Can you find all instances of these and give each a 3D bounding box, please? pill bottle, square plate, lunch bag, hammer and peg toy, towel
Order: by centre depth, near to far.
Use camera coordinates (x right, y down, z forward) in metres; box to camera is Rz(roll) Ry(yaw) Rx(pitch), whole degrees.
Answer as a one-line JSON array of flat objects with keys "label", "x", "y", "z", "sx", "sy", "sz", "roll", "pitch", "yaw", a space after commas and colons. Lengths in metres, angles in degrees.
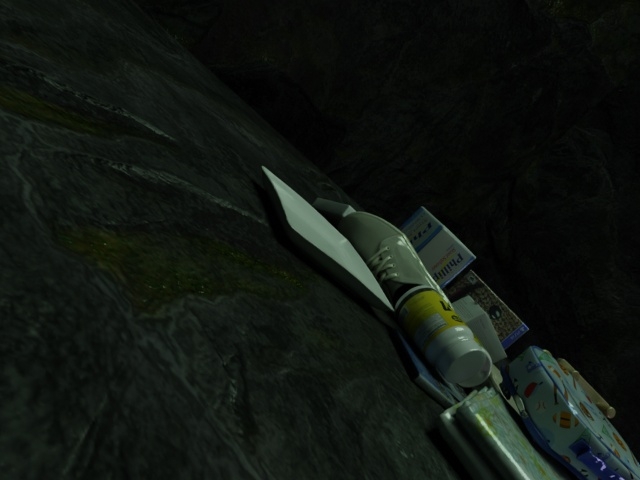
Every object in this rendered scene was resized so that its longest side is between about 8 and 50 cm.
[{"label": "towel", "x": 0.357, "y": 0.422, "z": 0.876, "sx": 0.374, "sy": 0.090, "sz": 0.320, "roll": 52, "pitch": 15, "yaw": 24}, {"label": "lunch bag", "x": 0.487, "y": 0.362, "z": 1.024, "sx": 0.303, "sy": 0.115, "sz": 0.243, "roll": 40, "pitch": 20, "yaw": -20}, {"label": "pill bottle", "x": 0.262, "y": 0.205, "z": 1.157, "sx": 0.119, "sy": 0.119, "sz": 0.208, "roll": 37, "pitch": 12, "yaw": -41}, {"label": "square plate", "x": 0.000, "y": 0.000, "z": 1.239, "sx": 0.347, "sy": 0.049, "sz": 0.344, "roll": 40, "pitch": 12, "yaw": -31}, {"label": "pill bottle", "x": 0.363, "y": 0.286, "z": 1.383, "sx": 0.117, "sy": 0.117, "sz": 0.208, "roll": 44, "pitch": 9, "yaw": -12}, {"label": "hammer and peg toy", "x": 0.735, "y": 0.519, "z": 1.667, "sx": 0.361, "sy": 0.266, "sz": 0.127, "roll": 43, "pitch": -12, "yaw": -10}]

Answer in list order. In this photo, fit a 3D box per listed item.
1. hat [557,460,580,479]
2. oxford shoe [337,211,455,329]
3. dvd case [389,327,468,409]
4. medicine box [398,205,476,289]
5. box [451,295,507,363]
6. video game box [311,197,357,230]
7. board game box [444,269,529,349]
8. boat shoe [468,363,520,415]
[{"label": "hat", "x": 0.495, "y": 0.548, "z": 1.148, "sx": 0.208, "sy": 0.183, "sz": 0.173, "roll": 23, "pitch": 40, "yaw": -9}, {"label": "oxford shoe", "x": 0.185, "y": 0.081, "z": 1.400, "sx": 0.130, "sy": 0.169, "sz": 0.449, "roll": 7, "pitch": 39, "yaw": -51}, {"label": "dvd case", "x": 0.256, "y": 0.309, "z": 1.123, "sx": 0.253, "sy": 0.022, "sz": 0.180, "roll": 42, "pitch": 9, "yaw": -20}, {"label": "medicine box", "x": 0.302, "y": 0.058, "z": 1.639, "sx": 0.149, "sy": 0.263, "sz": 0.289, "roll": 43, "pitch": 9, "yaw": -12}, {"label": "box", "x": 0.510, "y": 0.309, "z": 1.759, "sx": 0.182, "sy": 0.119, "sz": 0.181, "roll": 62, "pitch": 4, "yaw": -12}, {"label": "video game box", "x": 0.088, "y": -0.055, "z": 1.663, "sx": 0.187, "sy": 0.048, "sz": 0.205, "roll": 43, "pitch": -11, "yaw": -30}, {"label": "board game box", "x": 0.585, "y": 0.294, "z": 1.960, "sx": 0.291, "sy": 0.232, "sz": 0.141, "roll": 48, "pitch": 11, "yaw": 18}, {"label": "boat shoe", "x": 0.425, "y": 0.411, "z": 1.268, "sx": 0.112, "sy": 0.095, "sz": 0.335, "roll": 42, "pitch": 15, "yaw": -2}]
